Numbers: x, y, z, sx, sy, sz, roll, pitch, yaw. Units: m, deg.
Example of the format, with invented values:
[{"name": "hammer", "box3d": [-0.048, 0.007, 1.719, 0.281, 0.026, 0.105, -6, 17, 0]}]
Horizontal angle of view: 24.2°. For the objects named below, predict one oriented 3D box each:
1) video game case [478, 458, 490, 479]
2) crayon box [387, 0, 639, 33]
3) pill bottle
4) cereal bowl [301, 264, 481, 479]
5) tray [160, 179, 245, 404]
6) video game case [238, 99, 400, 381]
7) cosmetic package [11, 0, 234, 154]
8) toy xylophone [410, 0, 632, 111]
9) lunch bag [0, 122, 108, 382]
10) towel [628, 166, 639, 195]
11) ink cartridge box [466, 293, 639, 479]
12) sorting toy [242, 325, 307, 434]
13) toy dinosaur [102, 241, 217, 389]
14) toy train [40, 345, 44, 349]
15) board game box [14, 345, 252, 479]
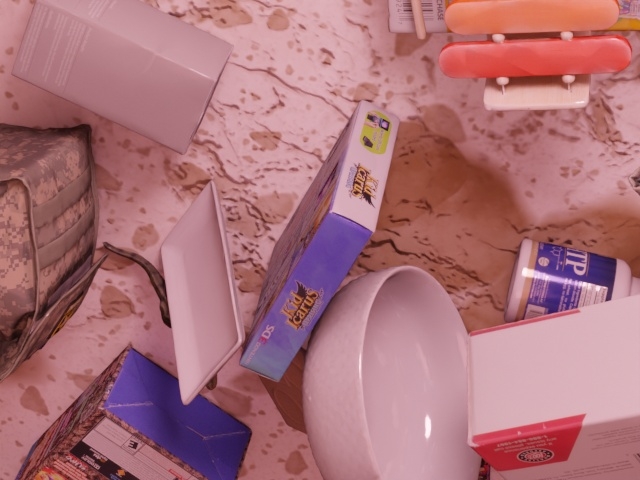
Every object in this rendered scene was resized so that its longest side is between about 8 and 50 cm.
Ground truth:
[{"name": "video game case", "box3d": [0.139, 0.312, 2.135, 0.210, 0.042, 0.232, 5, 126, 10]}, {"name": "crayon box", "box3d": [0.231, -0.332, 1.627, 0.323, 0.083, 0.203, 2, 125, 13]}, {"name": "pill bottle", "box3d": [0.331, 0.070, 1.872, 0.186, 0.112, 0.112, 12, 127, 4]}, {"name": "cereal bowl", "box3d": [0.075, 0.208, 1.901, 0.141, 0.339, 0.339, -11, 122, 29]}, {"name": "tray", "box3d": [-0.146, 0.066, 1.907, 0.030, 0.270, 0.145, 17, 132, -31]}, {"name": "video game case", "box3d": [0.000, 0.000, 1.819, 0.061, 0.244, 0.269, 26, 127, -7]}, {"name": "cosmetic package", "box3d": [-0.239, -0.219, 1.812, 0.238, 0.107, 0.127, 25, 127, -8]}, {"name": "toy xylophone", "box3d": [0.191, -0.283, 1.569, 0.236, 0.081, 0.323, -7, 122, 19]}, {"name": "lunch bag", "box3d": [-0.377, 0.019, 1.892, 0.169, 0.235, 0.287, 3, 110, 13]}, {"name": "towel", "box3d": [0.551, -0.054, 1.694, 0.312, 0.056, 0.324, -29, 137, 28]}, {"name": "ink cartridge box", "box3d": [0.383, 0.236, 1.869, 0.279, 0.160, 0.385, -15, 144, 23]}, {"name": "sorting toy", "box3d": [-0.028, 0.198, 2.030, 0.208, 0.038, 0.193, 22, 145, 55]}, {"name": "toy dinosaur", "box3d": [-0.188, 0.100, 2.019, 0.064, 0.268, 0.118, -44, 150, 1]}, {"name": "toy train", "box3d": [-0.503, 0.078, 2.094, 0.248, 0.105, 0.143, 4, 115, 11]}, {"name": "board game box", "box3d": [-0.284, 0.337, 2.193, 0.232, 0.141, 0.291, 37, 125, -13]}]
